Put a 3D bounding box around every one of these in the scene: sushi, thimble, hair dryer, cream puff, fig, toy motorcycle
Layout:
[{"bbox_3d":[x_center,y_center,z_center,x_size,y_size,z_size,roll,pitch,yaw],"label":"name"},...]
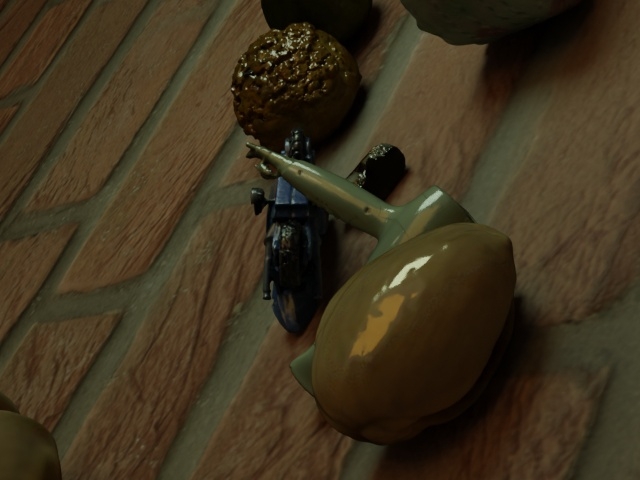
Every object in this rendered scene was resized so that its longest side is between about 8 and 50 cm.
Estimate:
[{"bbox_3d":[0.043,-0.062,1.448,0.083,0.044,0.046,-49,29,-10],"label":"sushi"},{"bbox_3d":[0.167,-0.302,1.438,0.149,0.185,0.211,-19,62,43],"label":"thimble"},{"bbox_3d":[0.000,0.000,1.295,0.237,0.075,0.206,42,93,26],"label":"hair dryer"},{"bbox_3d":[-0.034,-0.174,1.628,0.165,0.115,0.150,1,57,53],"label":"cream puff"},{"bbox_3d":[-0.017,-0.267,1.698,0.133,0.126,0.185,-1,21,23],"label":"fig"},{"bbox_3d":[-0.024,-0.016,1.421,0.076,0.114,0.205,-1,42,3],"label":"toy motorcycle"}]

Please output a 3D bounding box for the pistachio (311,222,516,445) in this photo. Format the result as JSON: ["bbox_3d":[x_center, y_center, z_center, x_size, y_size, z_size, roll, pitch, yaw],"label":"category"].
[{"bbox_3d":[0.070,0.066,1.150,0.145,0.117,0.200,29,76,24],"label":"pistachio"}]

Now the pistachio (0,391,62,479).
[{"bbox_3d":[-0.383,0.276,1.385,0.309,0.230,0.230,-44,26,-17],"label":"pistachio"}]
